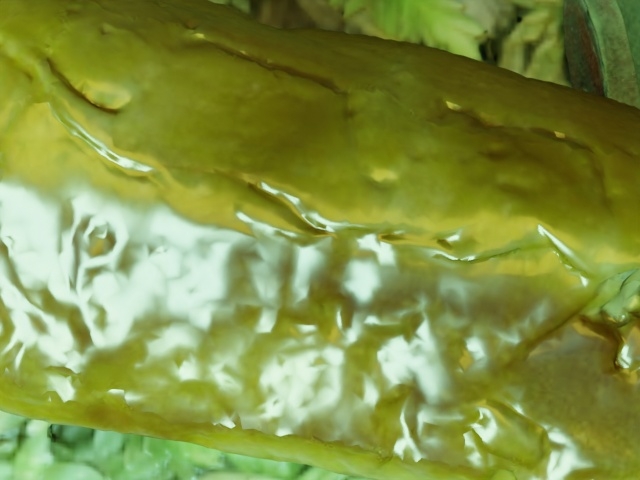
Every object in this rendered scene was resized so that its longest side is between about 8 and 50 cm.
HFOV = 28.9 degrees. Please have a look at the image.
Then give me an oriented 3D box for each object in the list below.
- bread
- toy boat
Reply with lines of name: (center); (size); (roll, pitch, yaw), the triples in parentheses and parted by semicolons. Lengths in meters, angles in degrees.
bread: (0.001, -0.006, 0.469); (0.344, 0.195, 0.148); (11, 100, -1)
toy boat: (0.176, -0.087, 0.576); (0.122, 0.034, 0.096); (-8, 81, -13)
